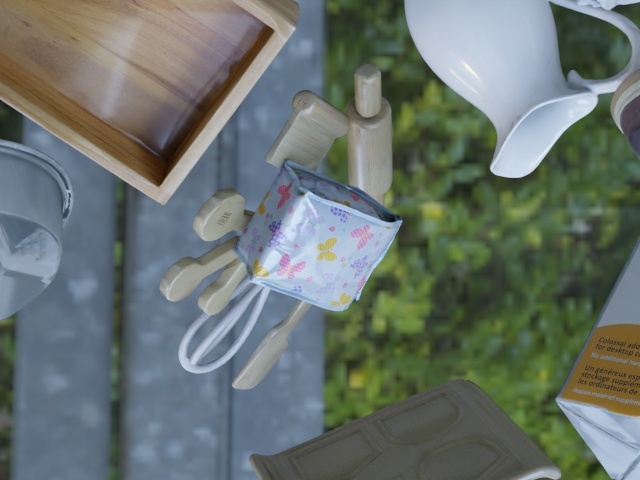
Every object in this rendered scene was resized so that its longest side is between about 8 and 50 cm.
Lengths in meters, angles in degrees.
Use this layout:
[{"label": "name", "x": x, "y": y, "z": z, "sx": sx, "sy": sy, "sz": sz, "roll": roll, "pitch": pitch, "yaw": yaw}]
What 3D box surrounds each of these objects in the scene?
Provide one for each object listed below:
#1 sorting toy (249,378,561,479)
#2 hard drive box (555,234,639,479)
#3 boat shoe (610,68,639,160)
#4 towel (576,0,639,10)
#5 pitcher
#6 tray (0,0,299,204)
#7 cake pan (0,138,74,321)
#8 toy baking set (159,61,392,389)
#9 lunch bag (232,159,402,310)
[{"label": "sorting toy", "x": 0.082, "y": 0.216, "z": 1.527, "sx": 0.229, "sy": 0.041, "sz": 0.307, "roll": -18, "pitch": -159, "yaw": -10}, {"label": "hard drive box", "x": 0.261, "y": 0.029, "z": 0.965, "sx": 0.181, "sy": 0.232, "sz": 0.089, "roll": 8, "pitch": 147, "yaw": 41}, {"label": "boat shoe", "x": 0.386, "y": -0.079, "z": 1.528, "sx": 0.285, "sy": 0.092, "sz": 0.103, "roll": 9, "pitch": 138, "yaw": -12}, {"label": "towel", "x": 0.219, "y": -0.302, "z": 1.223, "sx": 0.209, "sy": 0.285, "sz": 0.034, "roll": -13, "pitch": 179, "yaw": -37}, {"label": "pitcher", "x": 0.181, "y": -0.188, "z": 1.626, "sx": 0.178, "sy": 0.207, "sz": 0.125, "roll": -34, "pitch": 157, "yaw": 15}, {"label": "tray", "x": -0.243, "y": -0.228, "z": 1.523, "sx": 0.411, "sy": 0.203, "sz": 0.076, "roll": 33, "pitch": -158, "yaw": -13}, {"label": "cake pan", "x": -0.325, "y": 0.017, "z": 1.384, "sx": 0.293, "sy": 0.054, "sz": 0.293, "roll": -17, "pitch": 158, "yaw": -7}, {"label": "toy baking set", "x": -0.025, "y": -0.005, "z": 1.180, "sx": 0.030, "sy": 0.197, "sz": 0.256, "roll": 42, "pitch": 162, "yaw": 25}, {"label": "lunch bag", "x": 0.000, "y": 0.000, "z": 1.104, "sx": 0.083, "sy": 0.071, "sz": 0.053, "roll": 21, "pitch": -159, "yaw": -29}]
